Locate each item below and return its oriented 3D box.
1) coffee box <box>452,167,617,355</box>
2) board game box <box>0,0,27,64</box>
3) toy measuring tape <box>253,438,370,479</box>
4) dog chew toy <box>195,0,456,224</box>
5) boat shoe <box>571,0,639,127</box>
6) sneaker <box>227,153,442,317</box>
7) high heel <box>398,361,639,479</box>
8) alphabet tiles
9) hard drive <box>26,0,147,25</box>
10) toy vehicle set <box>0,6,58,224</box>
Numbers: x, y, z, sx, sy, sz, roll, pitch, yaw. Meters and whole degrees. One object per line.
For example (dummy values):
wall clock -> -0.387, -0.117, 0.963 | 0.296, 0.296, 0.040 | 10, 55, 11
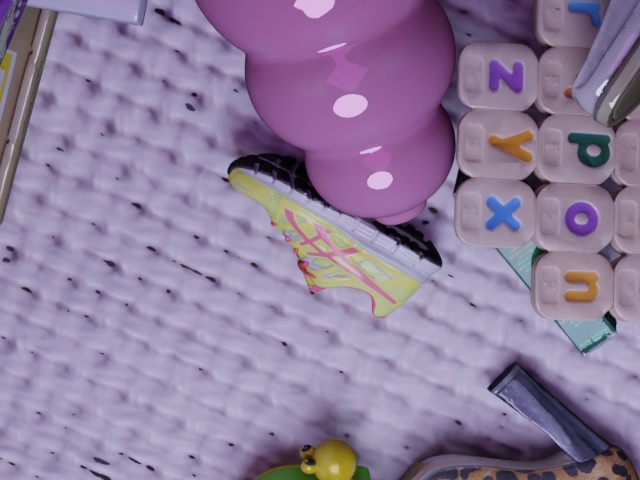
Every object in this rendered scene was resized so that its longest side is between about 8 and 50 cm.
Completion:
coffee box -> 0.187, 0.003, 1.399 | 0.040, 0.113, 0.184 | -37, 101, 18
board game box -> -0.387, -0.302, 1.325 | 0.347, 0.056, 0.208 | 24, 87, 3
toy measuring tape -> -0.042, 0.321, 1.524 | 0.121, 0.121, 0.330 | 19, 117, 0
dog chew toy -> 0.018, -0.166, 1.328 | 0.207, 0.206, 0.331 | -16, 113, 10
boat shoe -> 0.276, -0.238, 1.308 | 0.103, 0.113, 0.302 | 30, 87, 16
sneaker -> 0.000, 0.000, 1.434 | 0.208, 0.081, 0.094 | 32, 110, -5
high heel -> 0.163, 0.265, 1.486 | 0.186, 0.093, 0.261 | 42, 97, -1
alphabet tiles -> 0.243, -0.073, 1.350 | 0.278, 0.021, 0.284 | 2, 87, -15
hard drive -> -0.290, -0.313, 1.363 | 0.319, 0.040, 0.210 | 10, 91, 3
toy vehicle set -> -0.337, -0.155, 1.445 | 0.166, 0.035, 0.266 | 19, 108, 0
